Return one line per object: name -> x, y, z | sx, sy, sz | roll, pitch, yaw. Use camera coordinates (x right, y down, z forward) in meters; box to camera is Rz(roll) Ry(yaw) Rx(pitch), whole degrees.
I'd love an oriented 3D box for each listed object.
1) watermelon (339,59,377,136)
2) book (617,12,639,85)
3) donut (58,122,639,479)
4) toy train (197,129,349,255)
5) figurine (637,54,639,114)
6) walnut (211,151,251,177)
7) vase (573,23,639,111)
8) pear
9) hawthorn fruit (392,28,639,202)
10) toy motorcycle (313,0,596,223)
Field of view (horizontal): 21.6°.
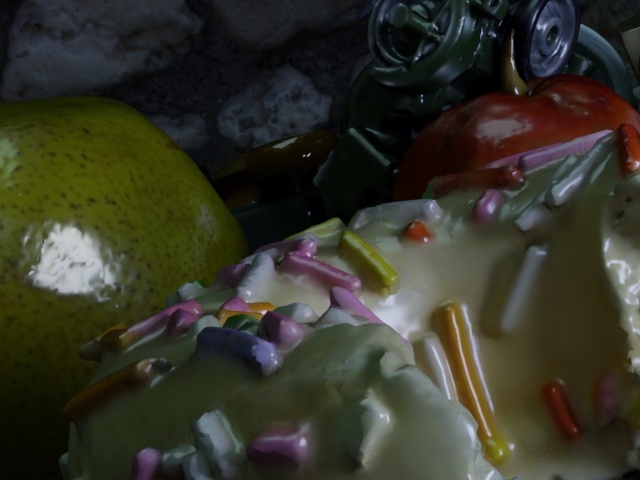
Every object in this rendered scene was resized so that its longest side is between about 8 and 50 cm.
watermelon -> 0.124, -0.121, 1.826 | 0.212, 0.212, 0.212 | -20, 6, 2
book -> 0.295, -0.116, 1.429 | 0.026, 0.161, 0.231 | -23, 5, 13
donut -> 0.049, 0.061, 0.698 | 0.371, 0.150, 0.307 | -26, 8, -39
toy train -> 0.000, 0.000, 1.397 | 0.369, 0.163, 0.231 | -15, -5, 39
figurine -> 0.349, -0.147, 1.236 | 0.380, 0.248, 0.203 | -31, -25, -49
walnut -> -0.039, -0.017, 1.653 | 0.167, 0.167, 0.207 | -21, 8, -8
vase -> 0.213, -0.092, 1.404 | 0.143, 0.143, 0.299 | -18, -8, 18
pear -> -0.195, 0.047, 1.106 | 0.294, 0.294, 0.294 | -20, 6, 2
hawthorn fruit -> 0.124, -0.024, 0.991 | 0.179, 0.200, 0.179 | -16, 14, 4
toy motorcycle -> 0.085, -0.056, 1.129 | 0.127, 0.275, 0.205 | 33, 8, 33
